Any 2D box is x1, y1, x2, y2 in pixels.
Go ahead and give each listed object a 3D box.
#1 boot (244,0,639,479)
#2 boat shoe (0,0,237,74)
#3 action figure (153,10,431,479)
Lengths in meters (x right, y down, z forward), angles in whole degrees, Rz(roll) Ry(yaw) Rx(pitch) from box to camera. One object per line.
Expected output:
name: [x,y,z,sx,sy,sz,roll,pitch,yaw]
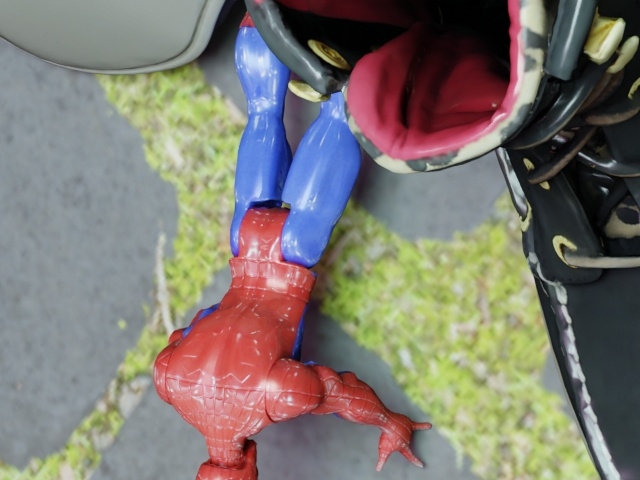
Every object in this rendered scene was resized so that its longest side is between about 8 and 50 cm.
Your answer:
boot: [0.094,-0.047,0.611,0.138,0.284,0.377,-4,91,28]
boat shoe: [-0.068,-0.159,0.750,0.335,0.112,0.095,-20,44,62]
action figure: [0.000,0.000,0.787,0.091,0.139,0.280,6,74,30]
